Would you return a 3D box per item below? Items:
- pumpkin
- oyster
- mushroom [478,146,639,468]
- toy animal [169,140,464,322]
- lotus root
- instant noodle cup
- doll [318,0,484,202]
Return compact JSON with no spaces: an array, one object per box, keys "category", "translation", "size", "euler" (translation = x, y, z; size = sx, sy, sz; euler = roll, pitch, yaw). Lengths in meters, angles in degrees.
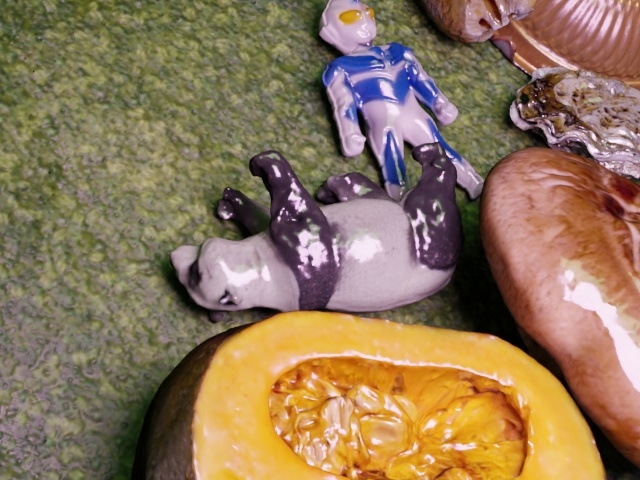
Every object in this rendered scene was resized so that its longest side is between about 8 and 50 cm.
[{"category":"pumpkin","translation":[0.039,0.173,0.747],"size":[0.317,0.139,0.221],"euler":[12,55,-18]},{"category":"oyster","translation":[0.256,-0.099,1.028],"size":[0.177,0.064,0.125],"euler":[26,54,1]},{"category":"mushroom","translation":[0.221,0.047,0.857],"size":[0.278,0.146,0.278],"euler":[39,28,-26]},{"category":"toy animal","translation":[0.000,0.000,0.860],"size":[0.225,0.094,0.121],"euler":[-6,73,-25]},{"category":"lotus root","translation":[0.128,-0.265,1.046],"size":[0.088,0.113,0.192],"euler":[22,41,-55]},{"category":"instant noodle cup","translation":[0.270,-0.260,1.110],"size":[0.274,0.091,0.274],"euler":[10,59,-17]},{"category":"doll","translation":[0.051,-0.123,0.967],"size":[0.114,0.057,0.227],"euler":[-24,76,-26]}]
